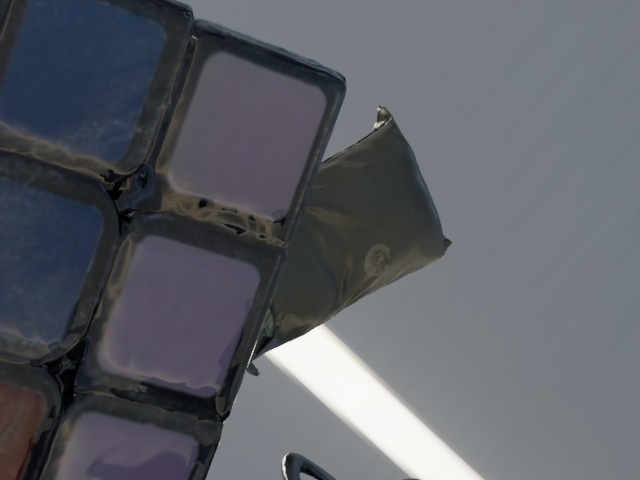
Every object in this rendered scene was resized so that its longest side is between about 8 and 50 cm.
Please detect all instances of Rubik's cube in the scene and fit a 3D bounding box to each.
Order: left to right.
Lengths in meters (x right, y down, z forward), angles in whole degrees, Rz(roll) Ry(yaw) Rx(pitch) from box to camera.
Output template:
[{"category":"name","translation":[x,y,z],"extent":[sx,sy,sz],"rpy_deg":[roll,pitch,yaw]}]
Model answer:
[{"category":"Rubik's cube","translation":[-0.243,-0.024,1.178],"extent":[0.359,0.363,0.362],"rpy_deg":[20,-91,-33]}]

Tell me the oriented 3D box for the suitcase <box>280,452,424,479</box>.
[{"category":"suitcase","translation":[0.067,0.302,1.347],"extent":[0.194,0.339,0.351],"rpy_deg":[-49,-5,4]}]

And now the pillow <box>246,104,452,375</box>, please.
[{"category":"pillow","translation":[0.000,0.000,1.636],"extent":[0.255,0.169,0.059],"rpy_deg":[-31,17,-23]}]
